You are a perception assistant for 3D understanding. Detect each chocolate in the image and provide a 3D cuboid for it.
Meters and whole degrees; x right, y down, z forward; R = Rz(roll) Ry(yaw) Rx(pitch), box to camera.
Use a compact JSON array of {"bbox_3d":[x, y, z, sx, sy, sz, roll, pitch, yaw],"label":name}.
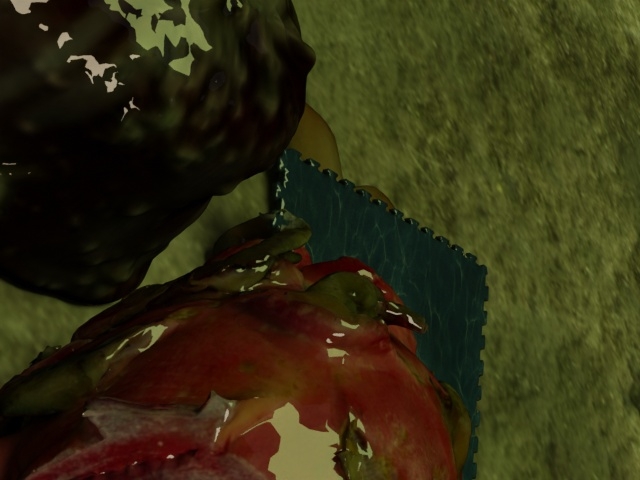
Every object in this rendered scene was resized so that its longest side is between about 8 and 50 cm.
[{"bbox_3d":[-0.145,-0.133,0.879,0.340,0.210,0.225,45,36,-28],"label":"chocolate"}]

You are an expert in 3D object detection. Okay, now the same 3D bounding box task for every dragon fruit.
[{"bbox_3d":[-0.037,0.133,0.810,0.291,0.250,0.269,-39,107,-77],"label":"dragon fruit"}]

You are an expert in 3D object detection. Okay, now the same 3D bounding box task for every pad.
[{"bbox_3d":[0.040,0.099,1.109,0.269,0.012,0.270,26,61,-47],"label":"pad"}]

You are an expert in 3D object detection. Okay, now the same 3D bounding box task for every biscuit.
[{"bbox_3d":[0.000,-0.001,1.169,0.164,0.047,0.208,51,31,-24],"label":"biscuit"}]
